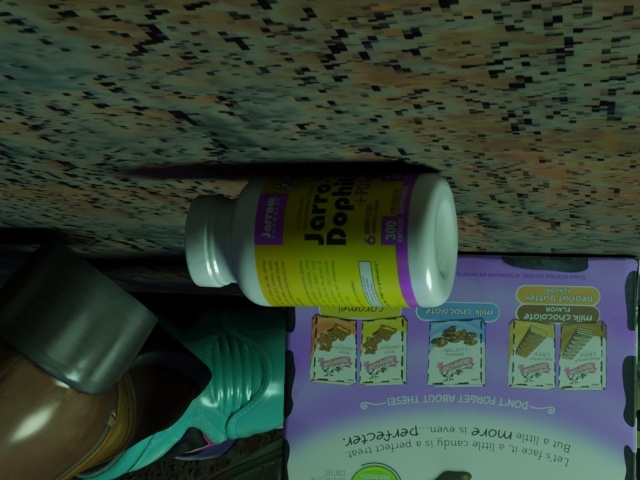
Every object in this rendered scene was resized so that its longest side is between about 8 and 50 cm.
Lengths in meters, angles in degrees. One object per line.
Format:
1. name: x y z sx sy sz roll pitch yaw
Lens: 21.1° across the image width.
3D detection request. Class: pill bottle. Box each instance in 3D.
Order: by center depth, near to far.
1. pill bottle: 0.000 0.000 0.554 0.083 0.043 0.043 -1 173 16

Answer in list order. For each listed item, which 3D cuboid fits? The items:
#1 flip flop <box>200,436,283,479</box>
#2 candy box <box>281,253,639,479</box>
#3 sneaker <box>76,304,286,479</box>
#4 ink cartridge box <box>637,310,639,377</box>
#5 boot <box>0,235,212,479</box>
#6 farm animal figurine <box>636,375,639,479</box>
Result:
1. flip flop: -0.011 0.185 1.236 0.277 0.112 0.080 -14 -173 -42
2. candy box: 0.065 0.106 0.814 0.165 0.196 0.070 2 174 4
3. sneaker: -0.128 0.107 1.196 0.178 0.124 0.295 -1 168 -26
4. ink cartridge box: 0.252 0.077 1.122 0.109 0.062 0.209 5 174 -36
5. boot: -0.174 0.144 0.841 0.096 0.280 0.264 37 174 1
6. farm animal figurine: 0.201 0.125 0.905 0.327 0.330 0.172 30 179 5
